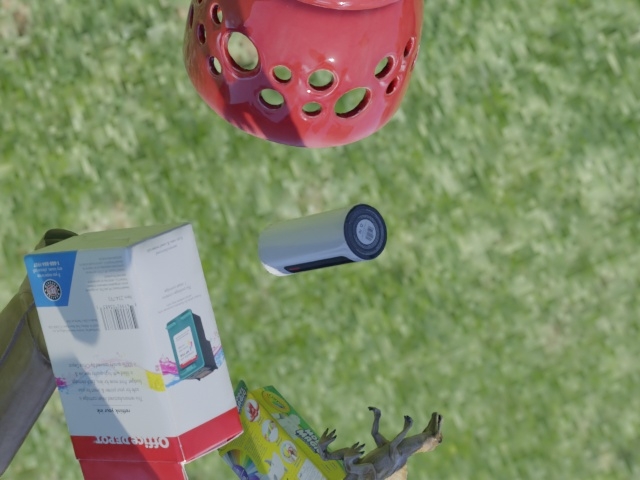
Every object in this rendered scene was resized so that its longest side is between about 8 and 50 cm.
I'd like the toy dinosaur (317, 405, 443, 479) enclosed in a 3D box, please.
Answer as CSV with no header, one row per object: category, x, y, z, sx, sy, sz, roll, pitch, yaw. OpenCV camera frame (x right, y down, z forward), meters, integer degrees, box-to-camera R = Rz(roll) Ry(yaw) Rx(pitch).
toy dinosaur,0.039,0.213,1.615,0.183,0.053,0.092,-35,127,-3

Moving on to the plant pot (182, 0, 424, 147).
plant pot,-0.003,-0.198,1.394,0.191,0.191,0.174,-11,144,-25

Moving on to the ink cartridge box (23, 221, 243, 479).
ink cartridge box,-0.150,0.108,1.457,0.134,0.231,0.078,-4,-167,42

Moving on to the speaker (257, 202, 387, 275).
speaker,0.000,0.000,1.682,0.055,0.055,0.136,-2,174,-40

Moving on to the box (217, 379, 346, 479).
box,-0.048,0.248,2.006,0.043,0.179,0.105,-12,138,-47

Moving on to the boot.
boot,-0.287,0.156,1.788,0.089,0.236,0.269,14,126,-35
